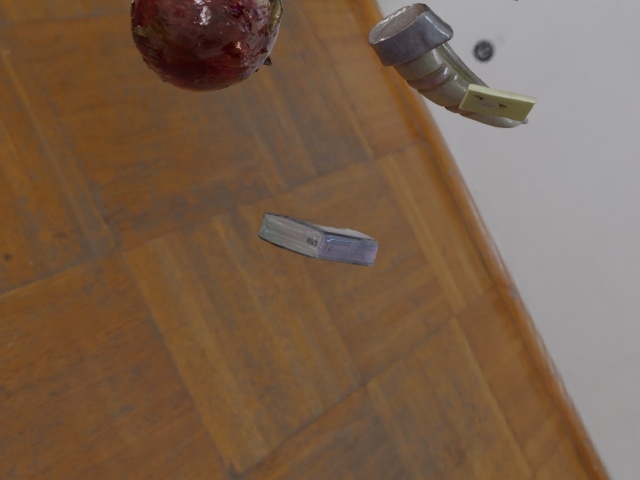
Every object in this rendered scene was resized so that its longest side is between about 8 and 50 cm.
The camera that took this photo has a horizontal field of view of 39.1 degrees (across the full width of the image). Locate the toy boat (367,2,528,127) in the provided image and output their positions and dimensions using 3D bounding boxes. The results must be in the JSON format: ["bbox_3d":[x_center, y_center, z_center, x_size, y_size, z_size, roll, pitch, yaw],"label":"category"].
[{"bbox_3d":[0.202,-0.313,1.650,0.111,0.276,0.293,-48,124,-8],"label":"toy boat"}]

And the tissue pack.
[{"bbox_3d":[0.000,0.000,1.312,0.156,0.112,0.051,9,98,-56],"label":"tissue pack"}]

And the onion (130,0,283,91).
[{"bbox_3d":[-0.185,-0.370,1.424,0.276,0.276,0.276,27,51,-39],"label":"onion"}]

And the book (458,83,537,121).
[{"bbox_3d":[0.283,-0.220,1.449,0.110,0.077,0.014,12,74,0],"label":"book"}]
